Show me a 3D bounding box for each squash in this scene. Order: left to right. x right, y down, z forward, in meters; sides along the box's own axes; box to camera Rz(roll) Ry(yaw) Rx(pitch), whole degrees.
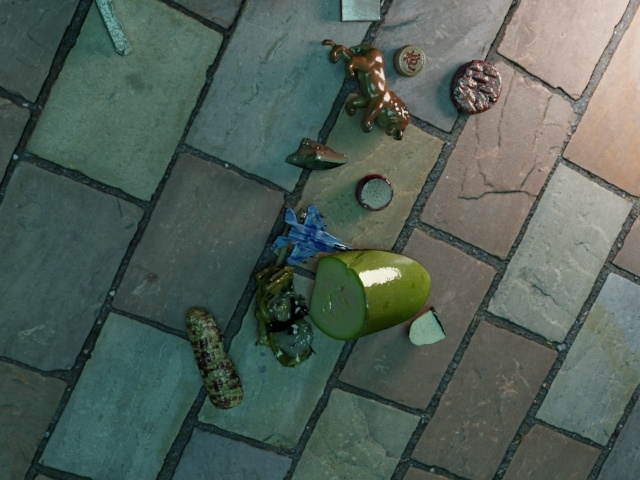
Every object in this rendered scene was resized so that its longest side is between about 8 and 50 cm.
[{"bbox_3d":[0.157,0.135,1.785,0.309,0.210,0.233,-16,123,-45],"label":"squash"}]

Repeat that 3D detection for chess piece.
[{"bbox_3d":[0.236,-0.475,1.710,0.084,0.038,0.083,-2,100,-13],"label":"chess piece"}]

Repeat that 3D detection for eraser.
[{"bbox_3d":[0.099,-0.636,1.648,0.104,0.023,0.150,-5,102,-13],"label":"eraser"}]

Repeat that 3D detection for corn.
[{"bbox_3d":[-0.283,0.314,1.719,0.098,0.098,0.289,-18,101,-10],"label":"corn"}]

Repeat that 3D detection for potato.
[{"bbox_3d":[0.296,0.252,1.866,0.103,0.066,0.096,-22,92,-4],"label":"potato"}]

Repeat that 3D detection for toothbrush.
[{"bbox_3d":[-0.106,0.049,1.742,0.028,0.026,0.294,25,95,-33],"label":"toothbrush"}]

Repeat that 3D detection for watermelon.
[{"bbox_3d":[0.007,-0.217,1.691,0.155,0.101,0.080,20,85,-27],"label":"watermelon"}]

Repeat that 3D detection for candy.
[{"bbox_3d":[0.148,-0.129,1.758,0.103,0.043,0.103,-3,102,-14],"label":"candy"}]

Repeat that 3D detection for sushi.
[{"bbox_3d":[-0.102,0.209,1.712,0.139,0.131,0.290,-28,120,-35],"label":"sushi"}]

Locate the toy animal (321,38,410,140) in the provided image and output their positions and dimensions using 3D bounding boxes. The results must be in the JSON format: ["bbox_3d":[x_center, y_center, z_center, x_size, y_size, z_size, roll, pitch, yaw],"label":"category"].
[{"bbox_3d":[0.136,-0.397,1.683,0.158,0.097,0.312,-26,105,-20],"label":"toy animal"}]

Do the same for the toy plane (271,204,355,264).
[{"bbox_3d":[-0.003,-0.002,1.723,0.247,0.078,0.169,14,101,-36],"label":"toy plane"}]

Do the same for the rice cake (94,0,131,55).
[{"bbox_3d":[-0.501,-0.550,1.503,0.042,0.045,0.245,-23,106,-11],"label":"rice cake"}]

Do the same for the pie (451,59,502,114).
[{"bbox_3d":[0.429,-0.419,1.772,0.155,0.036,0.154,-3,103,-13],"label":"pie"}]
